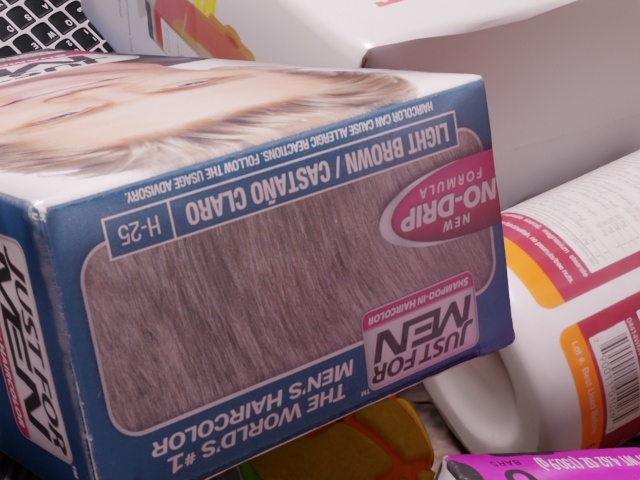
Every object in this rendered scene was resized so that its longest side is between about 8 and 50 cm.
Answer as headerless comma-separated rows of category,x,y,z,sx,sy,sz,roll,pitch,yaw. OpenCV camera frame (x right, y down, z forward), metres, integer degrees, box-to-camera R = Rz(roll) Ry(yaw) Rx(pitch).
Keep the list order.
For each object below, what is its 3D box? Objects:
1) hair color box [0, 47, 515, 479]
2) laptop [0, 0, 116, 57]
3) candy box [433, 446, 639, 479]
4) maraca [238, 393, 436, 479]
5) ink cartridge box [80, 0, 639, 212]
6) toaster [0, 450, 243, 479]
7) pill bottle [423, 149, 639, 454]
hair color box,-0.104,-0.012,0.538,0.173,0.105,0.347,-20,20,-33
laptop,-0.212,-0.158,0.910,0.236,0.408,0.382,-43,4,43
candy box,0.149,0.153,0.398,0.159,0.071,0.233,3,24,-29
maraca,0.003,0.109,0.533,0.099,0.127,0.186,-48,38,15
ink cartridge box,0.045,-0.154,0.774,0.279,0.160,0.385,-17,41,-24
toaster,-0.077,0.175,0.407,0.129,0.146,0.227,-8,30,5
pill bottle,0.160,0.019,0.620,0.221,0.121,0.121,-23,33,-22
